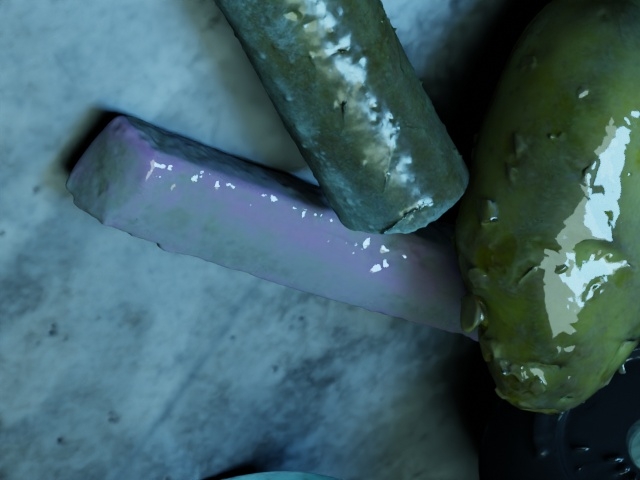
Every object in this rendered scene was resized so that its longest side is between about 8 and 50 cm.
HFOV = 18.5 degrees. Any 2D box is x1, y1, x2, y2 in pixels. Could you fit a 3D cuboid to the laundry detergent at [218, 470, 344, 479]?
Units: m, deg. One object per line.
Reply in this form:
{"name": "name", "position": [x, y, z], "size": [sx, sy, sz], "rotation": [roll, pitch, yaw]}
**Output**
{"name": "laundry detergent", "position": [-0.014, 0.366, 1.381], "size": [0.287, 0.287, 0.305], "rotation": [-28, 128, -6]}

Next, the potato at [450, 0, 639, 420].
{"name": "potato", "position": [0.175, -0.031, 1.280], "size": [0.192, 0.141, 0.296], "rotation": [18, 90, -43]}

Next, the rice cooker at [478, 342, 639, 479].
{"name": "rice cooker", "position": [0.247, 0.174, 1.391], "size": [0.267, 0.267, 0.224], "rotation": [-31, 148, -4]}

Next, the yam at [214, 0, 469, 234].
{"name": "yam", "position": [0.002, -0.118, 1.180], "size": [0.093, 0.093, 0.259], "rotation": [-32, 122, -3]}

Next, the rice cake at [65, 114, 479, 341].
{"name": "rice cake", "position": [0.000, 0.000, 1.293], "size": [0.365, 0.056, 0.072], "rotation": [18, 114, -33]}
